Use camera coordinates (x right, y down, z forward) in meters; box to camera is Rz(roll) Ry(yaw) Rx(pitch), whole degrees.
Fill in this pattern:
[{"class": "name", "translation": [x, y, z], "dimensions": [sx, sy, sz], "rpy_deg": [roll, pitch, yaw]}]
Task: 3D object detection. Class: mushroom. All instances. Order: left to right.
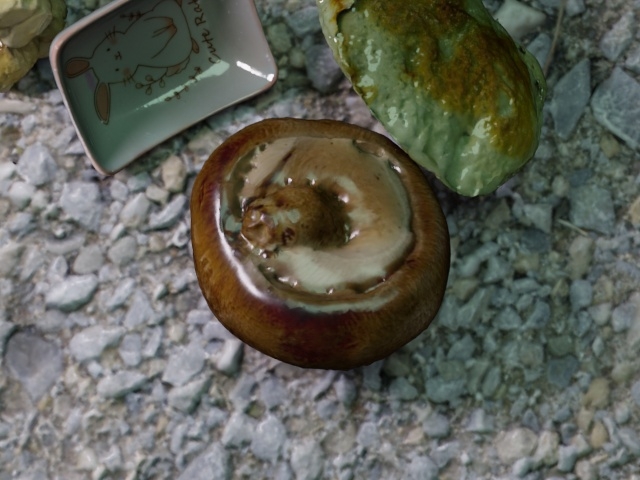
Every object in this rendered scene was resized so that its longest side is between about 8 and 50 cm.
[{"class": "mushroom", "translation": [0.000, 0.000, 1.647], "dimensions": [0.253, 0.153, 0.253], "rpy_deg": [7, 59, -12]}]

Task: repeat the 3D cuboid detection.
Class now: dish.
[{"class": "dish", "translation": [-0.158, -0.176, 1.719], "dimensions": [0.212, 0.151, 0.077], "rpy_deg": [-31, 34, -20]}]

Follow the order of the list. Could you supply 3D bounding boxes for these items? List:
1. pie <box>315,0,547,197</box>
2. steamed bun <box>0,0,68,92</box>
[{"class": "pie", "translation": [0.105, -0.172, 1.738], "dimensions": [0.274, 0.105, 0.257], "rpy_deg": [52, 38, 2]}, {"class": "steamed bun", "translation": [-0.333, -0.227, 1.675], "dimensions": [0.192, 0.177, 0.106], "rpy_deg": [27, 60, 1]}]
